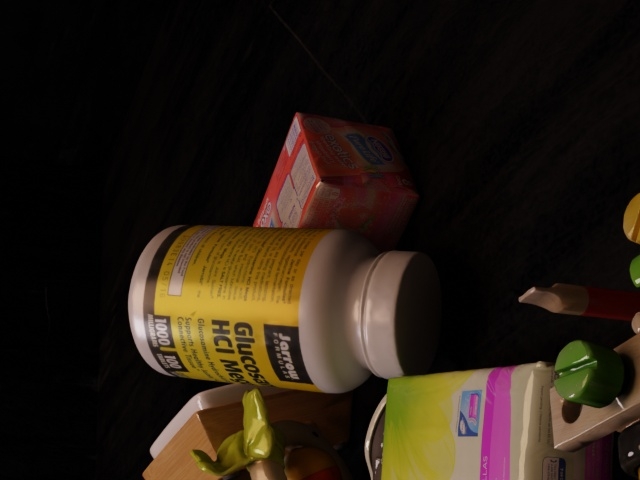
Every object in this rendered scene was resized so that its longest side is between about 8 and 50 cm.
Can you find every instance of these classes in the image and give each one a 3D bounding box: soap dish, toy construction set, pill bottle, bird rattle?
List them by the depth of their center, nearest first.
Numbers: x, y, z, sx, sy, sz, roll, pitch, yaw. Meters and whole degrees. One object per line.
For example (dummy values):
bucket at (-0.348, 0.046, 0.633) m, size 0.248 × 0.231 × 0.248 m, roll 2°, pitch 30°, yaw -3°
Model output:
toy construction set at (0.226, 0.053, 0.694) m, size 0.309 × 0.237 × 0.257 m, roll 172°, pitch 105°, yaw -69°
pill bottle at (-0.039, 0.078, 1.248) m, size 0.334 × 0.188 × 0.187 m, roll 2°, pitch 82°, yaw 27°
bird rattle at (-0.022, 0.292, 1.274) m, size 0.253 × 0.207 × 0.143 m, roll 49°, pitch 115°, yaw 24°
soap dish at (-0.101, 0.286, 1.500) m, size 0.291 × 0.229 × 0.118 m, roll -51°, pitch 54°, yaw 54°

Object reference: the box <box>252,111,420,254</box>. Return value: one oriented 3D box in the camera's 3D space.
box at (0.000, 0.000, 1.428) m, size 0.154 × 0.142 × 0.300 m, roll -107°, pitch 31°, yaw -48°

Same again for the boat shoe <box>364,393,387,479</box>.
boat shoe at (0.093, 0.275, 1.189) m, size 0.069 × 0.081 × 0.227 m, roll -145°, pitch 58°, yaw -64°

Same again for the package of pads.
package of pads at (0.155, 0.239, 1.006) m, size 0.296 × 0.101 × 0.229 m, roll 157°, pitch 120°, yaw -67°
